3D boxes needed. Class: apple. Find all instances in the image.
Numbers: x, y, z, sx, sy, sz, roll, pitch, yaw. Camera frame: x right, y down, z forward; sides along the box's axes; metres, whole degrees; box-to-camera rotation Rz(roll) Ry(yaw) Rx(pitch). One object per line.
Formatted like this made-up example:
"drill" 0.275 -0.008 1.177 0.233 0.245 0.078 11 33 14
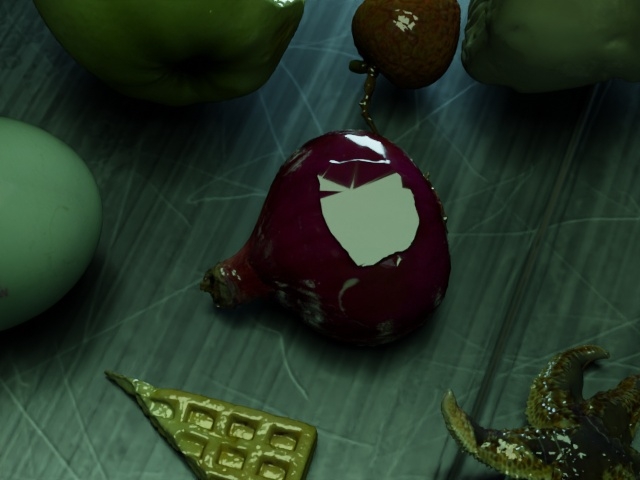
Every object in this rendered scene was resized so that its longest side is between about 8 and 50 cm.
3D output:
"apple" -0.142 -0.259 1.430 0.279 0.279 0.279 1 58 -1

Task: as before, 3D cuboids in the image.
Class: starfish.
"starfish" 0.198 0.165 1.264 0.216 0.071 0.238 22 36 5

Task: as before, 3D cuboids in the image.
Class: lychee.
"lychee" 0.074 -0.182 1.474 0.114 0.101 0.140 41 63 18

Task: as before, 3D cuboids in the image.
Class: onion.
"onion" 0.000 0.000 1.347 0.218 0.140 0.195 -14 66 -7

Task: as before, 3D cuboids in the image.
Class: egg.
"egg" -0.311 -0.007 1.304 0.264 0.183 0.183 -13 59 -2

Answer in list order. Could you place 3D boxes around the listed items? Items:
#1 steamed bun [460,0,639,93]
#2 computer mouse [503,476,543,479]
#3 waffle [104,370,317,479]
"steamed bun" 0.271 -0.288 1.448 0.219 0.310 0.324 18 45 -5
"computer mouse" 0.155 0.228 1.252 0.056 0.032 0.110 32 45 11
"waffle" -0.106 0.180 1.285 0.191 0.032 0.125 13 60 8
